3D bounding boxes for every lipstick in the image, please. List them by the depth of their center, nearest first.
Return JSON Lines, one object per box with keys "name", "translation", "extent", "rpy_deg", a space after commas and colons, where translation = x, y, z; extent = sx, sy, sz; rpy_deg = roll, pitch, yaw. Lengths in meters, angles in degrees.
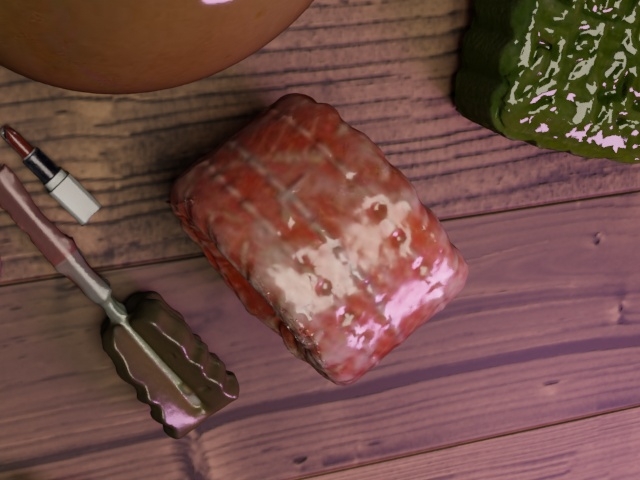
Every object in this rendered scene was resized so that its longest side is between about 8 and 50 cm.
{"name": "lipstick", "translation": [-0.235, -0.059, 1.109], "extent": [0.025, 0.025, 0.107], "rpy_deg": [-45, 110, -6]}

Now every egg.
{"name": "egg", "translation": [-0.128, -0.262, 0.932], "extent": [0.374, 0.301, 0.301], "rpy_deg": [-25, 114, -34]}

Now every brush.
{"name": "brush", "translation": [-0.189, 0.053, 1.142], "extent": [0.084, 0.071, 0.301], "rpy_deg": [-39, 110, -3]}

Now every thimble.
{"name": "thimble", "translation": [0.000, 0.000, 1.108], "extent": [0.162, 0.239, 0.239], "rpy_deg": [-42, 116, -9]}

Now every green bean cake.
{"name": "green bean cake", "translation": [0.267, -0.189, 1.218], "extent": [0.248, 0.125, 0.222], "rpy_deg": [11, 100, -24]}
